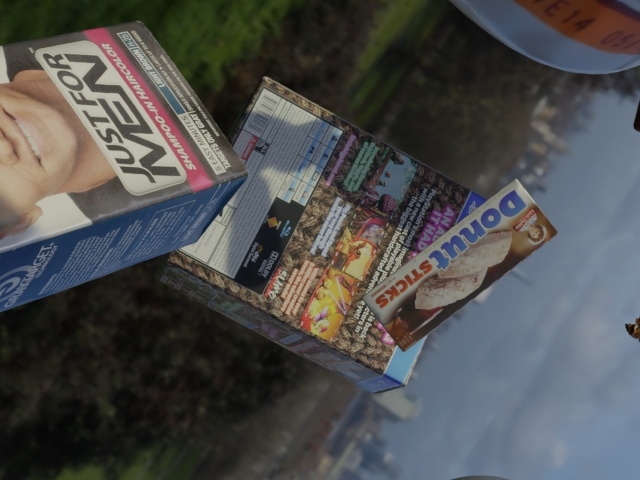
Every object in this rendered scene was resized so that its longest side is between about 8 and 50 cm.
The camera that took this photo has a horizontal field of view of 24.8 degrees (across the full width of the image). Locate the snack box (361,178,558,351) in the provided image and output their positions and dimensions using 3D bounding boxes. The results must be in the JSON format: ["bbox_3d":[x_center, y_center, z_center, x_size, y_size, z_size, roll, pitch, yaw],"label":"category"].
[{"bbox_3d":[0.126,0.023,1.324,0.178,0.064,0.022,-38,175,2],"label":"snack box"}]

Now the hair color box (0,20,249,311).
[{"bbox_3d":[-0.237,-0.050,1.105,0.347,0.174,0.105,-22,160,-46],"label":"hair color box"}]

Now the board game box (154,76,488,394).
[{"bbox_3d":[0.000,0.000,1.611,0.232,0.291,0.141,-63,-174,-14],"label":"board game box"}]

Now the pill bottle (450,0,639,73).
[{"bbox_3d":[0.195,-0.241,0.493,0.392,0.224,0.224,-32,-167,42],"label":"pill bottle"}]

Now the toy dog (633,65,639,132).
[{"bbox_3d":[0.297,-0.228,1.476,0.161,0.333,0.220,-56,-172,9],"label":"toy dog"}]

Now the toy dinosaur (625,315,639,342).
[{"bbox_3d":[0.413,0.097,1.253,0.164,0.322,0.218,-36,-138,27],"label":"toy dinosaur"}]

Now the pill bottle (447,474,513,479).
[{"bbox_3d":[0.098,0.256,0.849,0.229,0.131,0.131,-88,-158,-51],"label":"pill bottle"}]
